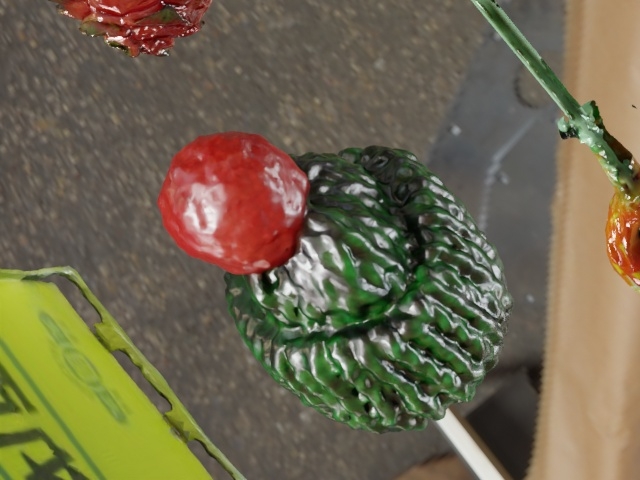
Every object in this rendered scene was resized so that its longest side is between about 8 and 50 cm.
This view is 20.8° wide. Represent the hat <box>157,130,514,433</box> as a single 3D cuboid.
[{"bbox_3d":[0.000,0.000,1.505,0.332,0.274,0.242,42,80,-38],"label":"hat"}]

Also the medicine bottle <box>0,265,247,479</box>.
[{"bbox_3d":[-0.100,0.101,0.285,0.141,0.137,0.250,-47,165,15],"label":"medicine bottle"}]

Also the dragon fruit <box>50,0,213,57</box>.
[{"bbox_3d":[-0.130,-0.188,1.147,0.121,0.130,0.142,-45,101,-11],"label":"dragon fruit"}]

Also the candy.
[{"bbox_3d":[0.101,-0.047,0.674,0.055,0.049,0.185,-45,115,-2],"label":"candy"}]
